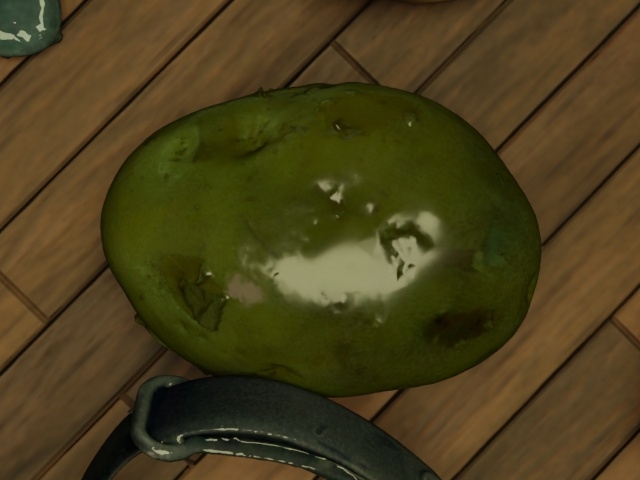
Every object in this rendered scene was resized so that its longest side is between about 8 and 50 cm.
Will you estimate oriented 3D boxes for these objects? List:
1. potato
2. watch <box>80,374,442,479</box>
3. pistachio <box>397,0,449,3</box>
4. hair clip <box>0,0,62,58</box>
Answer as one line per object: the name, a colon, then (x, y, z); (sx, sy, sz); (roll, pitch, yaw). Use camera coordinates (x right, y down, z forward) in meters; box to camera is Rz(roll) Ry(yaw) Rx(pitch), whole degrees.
potato: (0.000, 0.000, 0.885); (0.253, 0.148, 0.186); (14, 72, 5)
watch: (-0.040, 0.161, 0.866); (0.193, 0.068, 0.206); (-38, 114, 21)
pistachio: (0.074, -0.220, 0.914); (0.201, 0.117, 0.145); (-29, 128, -11)
hair clip: (-0.262, -0.278, 0.831); (0.318, 0.238, 0.392); (21, 87, -5)
